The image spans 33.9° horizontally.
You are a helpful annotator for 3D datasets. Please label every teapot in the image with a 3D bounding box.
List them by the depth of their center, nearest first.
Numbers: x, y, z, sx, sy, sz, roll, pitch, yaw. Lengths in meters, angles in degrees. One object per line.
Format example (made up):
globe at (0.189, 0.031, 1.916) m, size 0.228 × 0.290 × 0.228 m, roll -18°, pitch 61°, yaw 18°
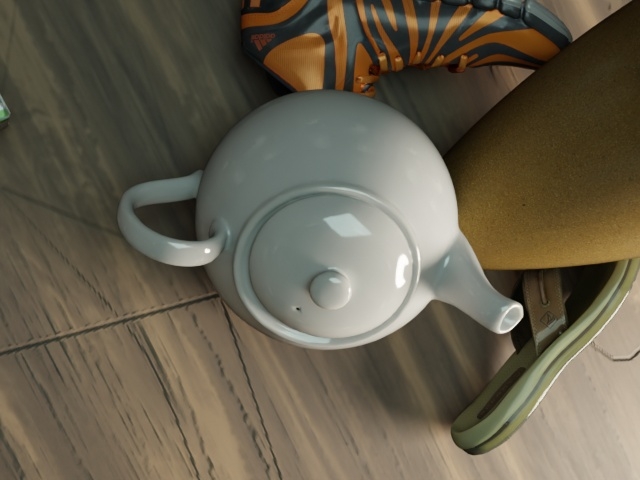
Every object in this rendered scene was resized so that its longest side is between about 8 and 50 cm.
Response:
teapot at (0.000, 0.000, 0.905) m, size 0.256 × 0.187 × 0.252 m, roll -28°, pitch 113°, yaw 14°

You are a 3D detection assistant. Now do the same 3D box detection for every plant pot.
plant pot at (0.245, -0.070, 0.986) m, size 0.254 × 0.237 × 0.237 m, roll -26°, pitch 99°, yaw 25°

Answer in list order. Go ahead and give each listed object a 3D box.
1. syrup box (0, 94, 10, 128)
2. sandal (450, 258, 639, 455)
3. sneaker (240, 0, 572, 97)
syrup box at (-0.388, -0.089, 0.875) m, size 0.237 × 0.093 × 0.096 m, roll -30°, pitch 98°, yaw -16°
sandal at (0.222, 0.079, 1.054) m, size 0.086 × 0.120 × 0.303 m, roll 41°, pitch 78°, yaw 1°
sneaker at (0.074, -0.174, 1.018) m, size 0.321 × 0.124 × 0.180 m, roll 16°, pitch 89°, yaw -6°
